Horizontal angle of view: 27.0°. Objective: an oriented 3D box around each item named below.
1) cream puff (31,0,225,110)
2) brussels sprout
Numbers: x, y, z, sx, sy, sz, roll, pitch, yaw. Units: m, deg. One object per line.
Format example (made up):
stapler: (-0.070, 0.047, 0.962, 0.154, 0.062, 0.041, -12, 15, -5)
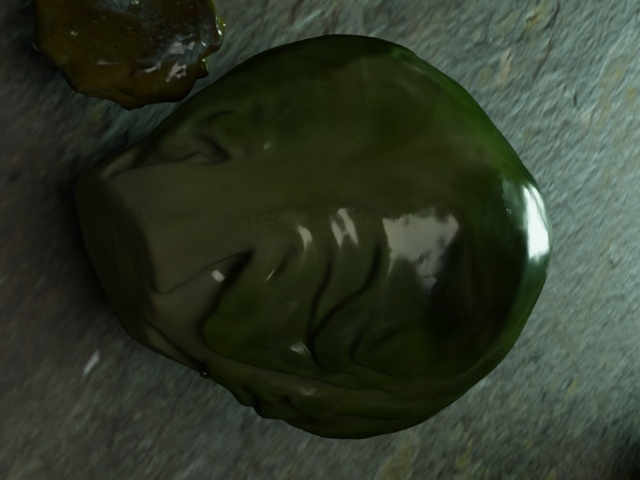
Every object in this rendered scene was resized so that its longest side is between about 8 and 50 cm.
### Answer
cream puff: (-0.145, -0.159, 1.009, 0.146, 0.116, 0.146, 2, 76, -10)
brussels sprout: (0.000, -0.006, 1.017, 0.355, 0.289, 0.281, -4, 54, -24)
